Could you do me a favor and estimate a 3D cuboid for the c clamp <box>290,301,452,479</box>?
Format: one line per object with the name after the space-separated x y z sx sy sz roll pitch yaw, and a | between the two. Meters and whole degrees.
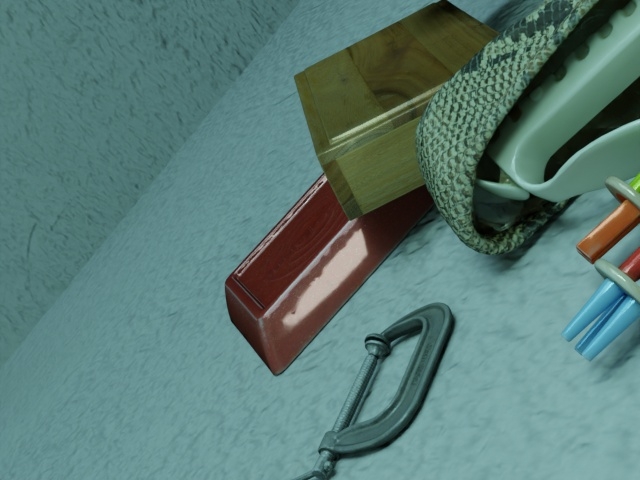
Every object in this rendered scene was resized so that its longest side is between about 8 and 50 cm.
0.037 0.113 0.895 0.137 0.022 0.161 -26 26 51 | c clamp

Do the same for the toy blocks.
0.191 0.001 0.711 0.148 0.054 0.123 -46 17 2 | toy blocks

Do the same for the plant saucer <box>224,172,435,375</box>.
0.000 0.000 1.217 0.258 0.048 0.259 -48 17 -3 | plant saucer

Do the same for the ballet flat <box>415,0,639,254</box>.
0.254 -0.160 0.806 0.483 0.164 0.182 -46 32 26 | ballet flat

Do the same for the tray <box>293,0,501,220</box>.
0.085 -0.152 1.207 0.202 0.076 0.411 -27 18 4 | tray
